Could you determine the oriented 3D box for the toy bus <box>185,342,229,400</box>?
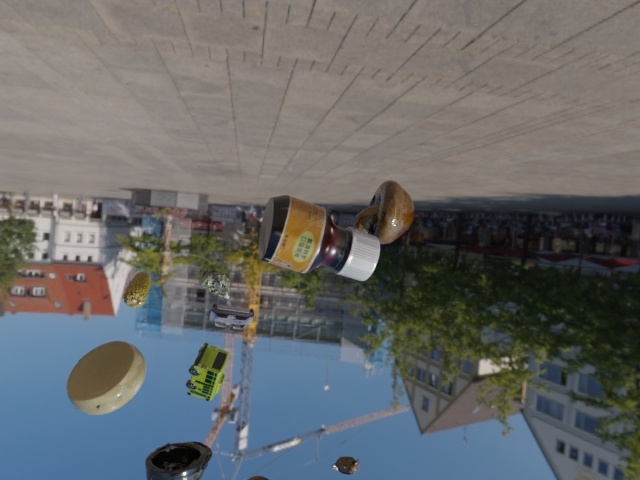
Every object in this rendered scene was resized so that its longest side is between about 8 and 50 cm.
[{"bbox_3d":[-0.497,0.587,1.906,0.150,0.262,0.128,21,-141,-3],"label":"toy bus"}]

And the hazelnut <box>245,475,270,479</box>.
[{"bbox_3d":[-0.296,1.169,1.898,0.218,0.233,0.218,-9,153,-5],"label":"hazelnut"}]

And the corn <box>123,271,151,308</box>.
[{"bbox_3d":[-0.790,0.208,1.878,0.091,0.091,0.260,5,-164,-15],"label":"corn"}]

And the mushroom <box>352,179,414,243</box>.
[{"bbox_3d":[0.257,-0.094,1.732,0.195,0.283,0.263,30,-148,-23],"label":"mushroom"}]

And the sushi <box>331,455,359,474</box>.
[{"bbox_3d":[0.102,0.864,1.668,0.120,0.055,0.052,-17,-157,43],"label":"sushi"}]

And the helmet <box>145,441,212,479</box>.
[{"bbox_3d":[-0.594,0.963,1.802,0.231,0.160,0.279,4,177,37],"label":"helmet"}]

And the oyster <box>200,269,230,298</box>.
[{"bbox_3d":[-0.541,0.224,2.261,0.177,0.125,0.064,23,178,-3],"label":"oyster"}]

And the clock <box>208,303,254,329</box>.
[{"bbox_3d":[-0.512,0.437,2.465,0.253,0.083,0.186,10,150,-12],"label":"clock"}]

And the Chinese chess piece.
[{"bbox_3d":[-0.768,0.491,1.556,0.273,0.102,0.273,-10,-141,8],"label":"Chinese chess piece"}]

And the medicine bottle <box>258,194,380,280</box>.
[{"bbox_3d":[0.000,0.000,1.461,0.395,0.242,0.242,13,179,-13],"label":"medicine bottle"}]
